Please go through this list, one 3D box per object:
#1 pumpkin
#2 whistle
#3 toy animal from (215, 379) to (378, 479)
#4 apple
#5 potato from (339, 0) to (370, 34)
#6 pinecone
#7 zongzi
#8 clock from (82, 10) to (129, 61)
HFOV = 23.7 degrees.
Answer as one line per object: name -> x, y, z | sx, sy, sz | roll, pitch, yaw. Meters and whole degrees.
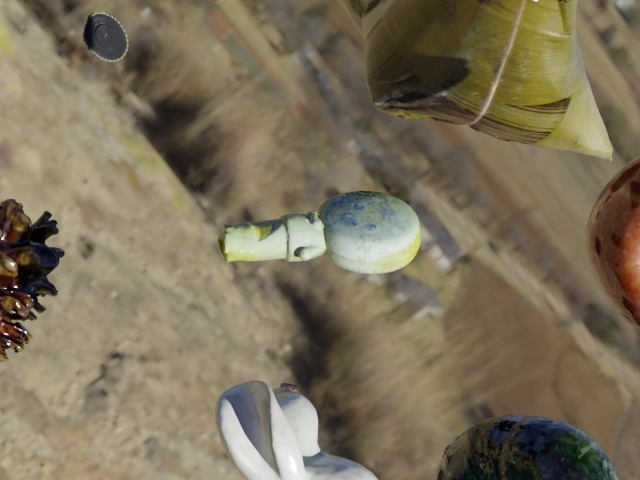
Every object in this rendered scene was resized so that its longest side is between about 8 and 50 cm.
pumpkin -> 0.215, 0.283, 1.604 | 0.211, 0.212, 0.152 | 54, 27, 0
whistle -> 0.000, 0.000, 1.461 | 0.104, 0.198, 0.057 | -118, -154, -52
toy animal -> -0.035, 0.303, 1.463 | 0.247, 0.310, 0.183 | 37, 30, 18
apple -> 0.375, 0.001, 1.567 | 0.201, 0.201, 0.162 | 53, 17, -2
potato -> 0.124, -0.372, 1.909 | 0.221, 0.243, 0.326 | 43, 14, -14
pinecone -> -0.483, 0.048, 2.085 | 0.244, 0.257, 0.243 | 24, -13, 6
zongzi -> 0.219, -0.192, 1.388 | 0.300, 0.274, 0.145 | 20, 54, -20
clock -> -0.323, -0.306, 2.302 | 0.083, 0.010, 0.074 | 31, 63, -36
